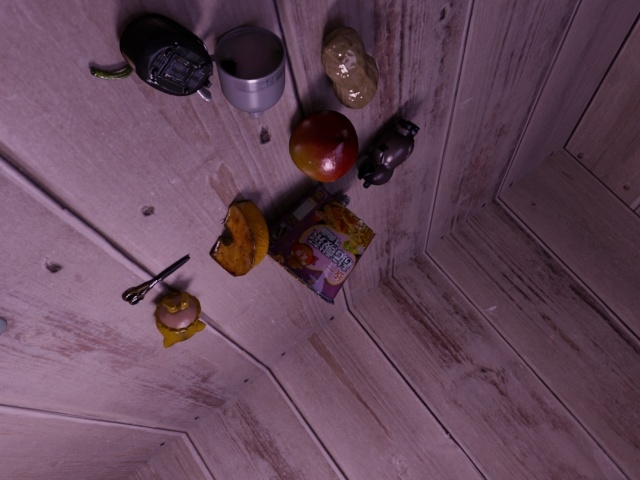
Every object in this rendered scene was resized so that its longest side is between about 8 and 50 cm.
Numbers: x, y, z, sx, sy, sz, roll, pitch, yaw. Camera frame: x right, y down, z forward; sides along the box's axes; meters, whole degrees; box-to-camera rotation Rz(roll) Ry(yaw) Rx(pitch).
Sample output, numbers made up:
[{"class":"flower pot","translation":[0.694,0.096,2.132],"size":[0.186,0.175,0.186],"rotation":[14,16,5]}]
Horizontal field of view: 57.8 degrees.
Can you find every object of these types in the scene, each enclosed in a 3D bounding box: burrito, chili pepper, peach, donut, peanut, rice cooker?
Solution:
[{"class":"burrito","translation":[0.018,-0.096,2.010],"size":[0.203,0.064,0.064],"rotation":[-35,160,-8]},{"class":"chili pepper","translation":[-0.359,-0.292,1.006],"size":[0.083,0.017,0.030],"rotation":[-18,150,-43]},{"class":"peach","translation":[0.015,-0.248,1.500],"size":[0.197,0.197,0.197],"rotation":[-34,159,-15]},{"class":"donut","translation":[-0.223,0.016,1.696],"size":[0.101,0.152,0.259],"rotation":[-23,155,-44]},{"class":"peanut","translation":[0.071,-0.408,1.366],"size":[0.124,0.123,0.256],"rotation":[-38,156,-2]},{"class":"rice cooker","translation":[-0.262,-0.316,1.001],"size":[0.112,0.106,0.165],"rotation":[-50,147,19]}]

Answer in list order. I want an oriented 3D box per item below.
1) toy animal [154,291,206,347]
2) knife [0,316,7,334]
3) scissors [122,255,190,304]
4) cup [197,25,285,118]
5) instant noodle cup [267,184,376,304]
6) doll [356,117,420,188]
[{"class":"toy animal","translation":[-0.443,0.242,1.820],"size":[0.156,0.156,0.229],"rotation":[-30,155,-23]},{"class":"knife","translation":[-0.866,0.224,1.202],"size":[0.399,0.038,0.132],"rotation":[-8,142,-52]},{"class":"scissors","translation":[-0.468,0.112,1.677],"size":[0.220,0.017,0.088],"rotation":[-37,159,-9]},{"class":"cup","translation":[-0.152,-0.314,1.148],"size":[0.174,0.134,0.142],"rotation":[-34,161,-17]},{"class":"instant noodle cup","translation":[0.000,0.000,1.843],"size":[0.266,0.340,0.340],"rotation":[-49,159,3]},{"class":"doll","translation":[0.213,-0.276,1.877],"size":[0.257,0.117,0.182],"rotation":[-49,156,24]}]
